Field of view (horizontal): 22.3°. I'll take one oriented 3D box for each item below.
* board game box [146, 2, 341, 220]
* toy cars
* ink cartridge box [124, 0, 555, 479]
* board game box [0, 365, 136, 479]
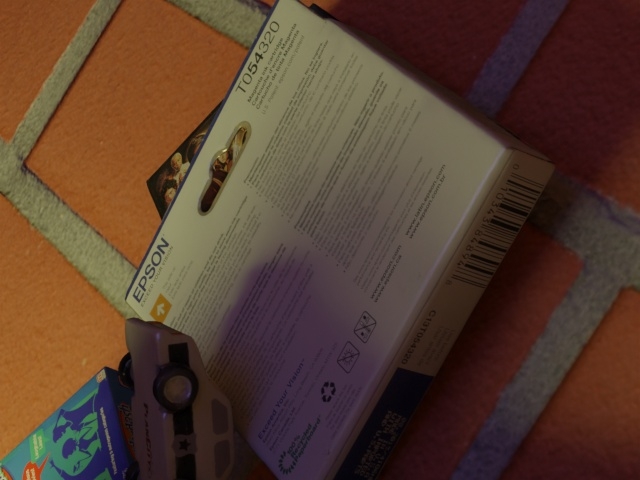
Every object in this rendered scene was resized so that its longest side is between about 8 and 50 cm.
[{"bbox_3d":[-0.048,-0.079,1.487,0.243,0.042,0.165,-46,43,17],"label":"board game box"},{"bbox_3d":[-0.071,0.238,1.264,0.176,0.087,0.394,118,138,-51],"label":"toy cars"},{"bbox_3d":[0.000,0.000,1.340,0.330,0.071,0.324,43,110,47],"label":"ink cartridge box"},{"bbox_3d":[-0.236,0.241,1.495,0.210,0.047,0.160,-42,44,22],"label":"board game box"}]
